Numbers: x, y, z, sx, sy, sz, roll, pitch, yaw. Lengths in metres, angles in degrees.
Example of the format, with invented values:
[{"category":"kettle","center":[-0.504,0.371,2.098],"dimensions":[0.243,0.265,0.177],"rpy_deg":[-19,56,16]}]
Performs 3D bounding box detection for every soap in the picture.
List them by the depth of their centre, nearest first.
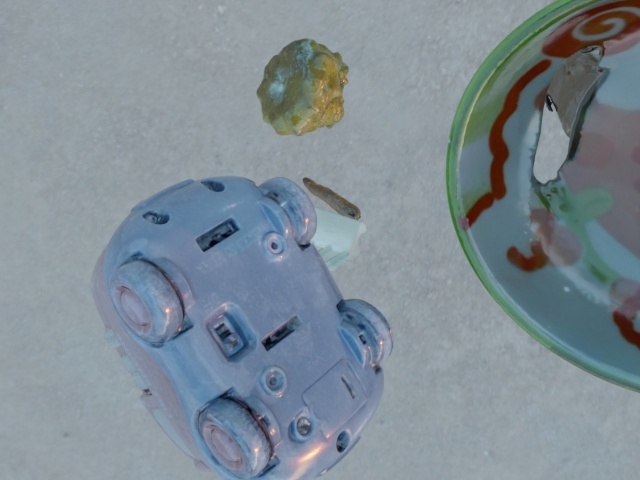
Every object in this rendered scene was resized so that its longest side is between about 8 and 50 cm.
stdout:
[{"category":"soap","center":[0.000,0.000,1.409],"dimensions":[0.119,0.198,0.066],"rpy_deg":[15,78,-9]}]

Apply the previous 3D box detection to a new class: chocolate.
[{"category":"chocolate","center":[0.400,-0.204,1.088],"dimensions":[0.149,0.214,0.093],"rpy_deg":[8,128,-11]}]

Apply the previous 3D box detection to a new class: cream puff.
[{"category":"cream puff","center":[-0.015,-0.214,1.132],"dimensions":[0.146,0.116,0.146],"rpy_deg":[-11,75,45]}]

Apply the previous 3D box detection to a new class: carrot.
[{"category":"carrot","center":[0.020,-0.090,1.640],"dimensions":[0.165,0.036,0.035],"rpy_deg":[37,124,25]}]

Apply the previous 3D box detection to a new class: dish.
[{"category":"dish","center":[0.262,-0.045,0.560],"dimensions":[0.324,0.124,0.324],"rpy_deg":[20,130,25]}]

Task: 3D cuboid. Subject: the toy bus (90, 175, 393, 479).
[{"category":"toy bus","center":[-0.095,0.093,0.753],"dimensions":[0.232,0.197,0.294],"rpy_deg":[-27,98,52]}]
